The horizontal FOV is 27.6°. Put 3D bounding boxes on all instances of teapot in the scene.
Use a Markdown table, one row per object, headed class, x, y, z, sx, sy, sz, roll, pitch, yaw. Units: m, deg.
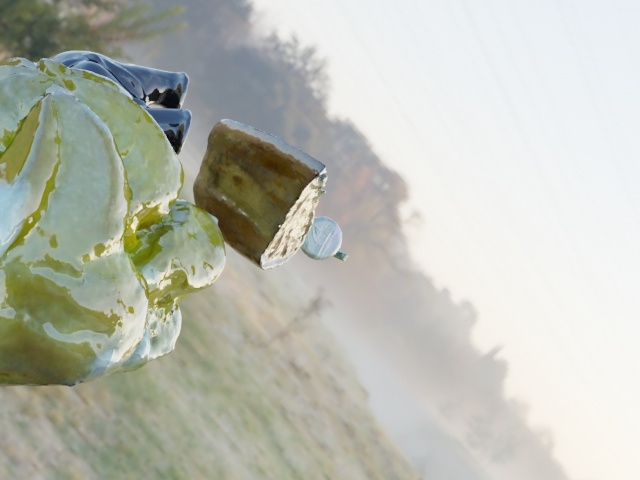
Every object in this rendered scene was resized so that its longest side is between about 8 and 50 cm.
| class | x | y | z | sx | sy | sz | roll | pitch | yaw |
| --- | --- | --- | --- | --- | --- | --- | --- | --- | --- |
| teapot | 0.000 | 0.000 | 1.892 | 0.083 | 0.064 | 0.064 | 38 | -6 | -19 |

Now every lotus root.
| class | x | y | z | sx | sy | sz | roll | pitch | yaw |
| --- | --- | --- | --- | --- | --- | --- | --- | --- | --- |
| lotus root | -0.066 | -0.036 | 1.287 | 0.135 | 0.095 | 0.159 | 32 | -32 | 22 |

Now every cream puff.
| class | x | y | z | sx | sy | sz | roll | pitch | yaw |
| --- | --- | --- | --- | --- | --- | --- | --- | --- | --- |
| cream puff | -0.265 | -0.016 | 1.133 | 0.378 | 0.378 | 0.275 | 89 | -4 | -89 |

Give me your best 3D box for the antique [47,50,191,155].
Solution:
| class | x | y | z | sx | sy | sz | roll | pitch | yaw |
| --- | --- | --- | --- | --- | --- | --- | --- | --- | --- |
| antique | -0.337 | -0.166 | 1.960 | 0.255 | 0.185 | 0.322 | 18 | 31 | -19 |
